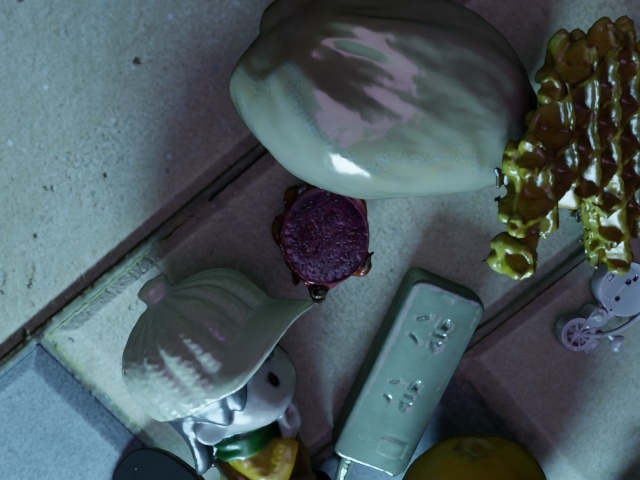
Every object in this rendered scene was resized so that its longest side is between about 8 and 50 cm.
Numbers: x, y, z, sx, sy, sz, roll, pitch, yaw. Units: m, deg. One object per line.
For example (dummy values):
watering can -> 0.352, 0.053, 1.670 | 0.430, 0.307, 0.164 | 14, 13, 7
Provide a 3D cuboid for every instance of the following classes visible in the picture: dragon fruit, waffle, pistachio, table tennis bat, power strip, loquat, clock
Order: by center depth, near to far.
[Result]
pistachio -> 0.076, -0.131, 0.778 | 0.332, 0.208, 0.226 | 7, 149, -20
waffle -> 0.265, -0.088, 0.792 | 0.293, 0.069, 0.260 | 4, 101, -48
dragon fruit -> 0.002, -0.005, 0.872 | 0.112, 0.068, 0.126 | -25, 92, -13
table tennis bat -> -0.151, 0.331, 0.897 | 0.246, 0.022, 0.138 | 26, 99, 29
loquat -> 0.175, 0.323, 0.908 | 0.187, 0.176, 0.234 | -12, 117, 0
clock -> 0.335, 0.084, 0.925 | 0.087, 0.041, 0.129 | 44, 93, -9
power strip -> 0.088, 0.176, 0.928 | 0.093, 0.053, 0.288 | 22, 101, -9

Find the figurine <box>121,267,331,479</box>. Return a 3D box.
figurine -> -0.098, 0.189, 0.860 | 0.204, 0.185, 0.332 | -3, 113, 4
